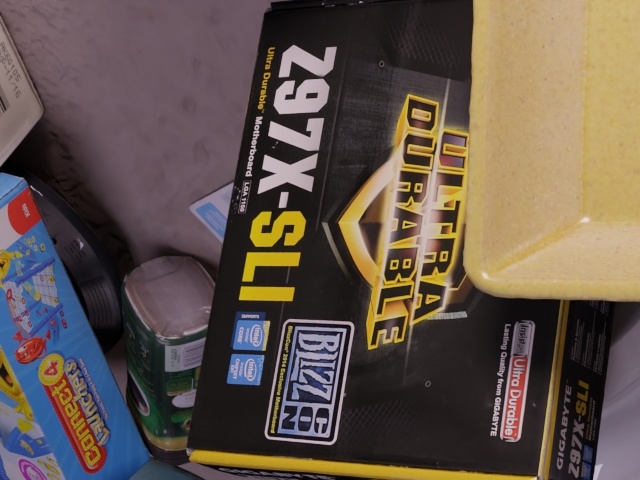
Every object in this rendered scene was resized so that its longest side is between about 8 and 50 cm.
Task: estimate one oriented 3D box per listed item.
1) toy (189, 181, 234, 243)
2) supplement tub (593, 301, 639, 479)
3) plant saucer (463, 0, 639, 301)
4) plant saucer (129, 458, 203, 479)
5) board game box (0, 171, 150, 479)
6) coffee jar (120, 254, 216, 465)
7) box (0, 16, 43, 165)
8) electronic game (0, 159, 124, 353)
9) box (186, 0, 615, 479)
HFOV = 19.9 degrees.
[{"bbox_3d":[0.000,0.000,1.399,0.137,0.056,0.237,47,138,-15],"label":"toy"},{"bbox_3d":[0.219,0.154,1.281,0.228,0.228,0.316,-8,126,38],"label":"supplement tub"},{"bbox_3d":[0.246,-0.131,0.983,0.332,0.081,0.333,1,88,32],"label":"plant saucer"},{"bbox_3d":[-0.157,0.337,1.854,0.317,0.044,0.318,17,138,16],"label":"plant saucer"},{"bbox_3d":[-0.324,0.066,1.572,0.308,0.086,0.302,13,135,41],"label":"board game box"},{"bbox_3d":[-0.123,0.106,1.554,0.096,0.079,0.184,56,154,36],"label":"coffee jar"},{"bbox_3d":[-0.399,-0.112,1.473,0.311,0.148,0.121,4,133,31],"label":"box"},{"bbox_3d":[-0.263,0.014,1.586,0.229,0.048,0.229,25,142,22],"label":"electronic game"},{"bbox_3d":[0.061,-0.001,1.165,0.257,0.322,0.079,0,163,34],"label":"box"}]
